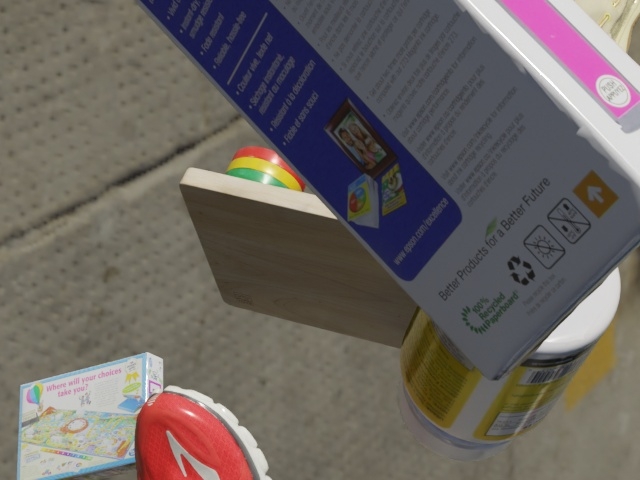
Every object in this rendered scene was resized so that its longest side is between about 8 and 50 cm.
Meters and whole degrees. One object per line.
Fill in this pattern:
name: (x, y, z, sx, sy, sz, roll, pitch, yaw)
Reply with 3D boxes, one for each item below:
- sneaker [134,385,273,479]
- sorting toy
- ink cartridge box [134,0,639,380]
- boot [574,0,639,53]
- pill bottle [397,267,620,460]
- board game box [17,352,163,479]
sneaker: (-0.098, 0.251, 1.158, 0.118, 0.107, 0.279, -24, 109, -63)
sorting toy: (0.000, 0.000, 1.710, 0.255, 0.257, 0.089, 75, 33, -56)
ink cartridge box: (0.014, -0.112, 0.773, 0.069, 0.371, 0.176, -39, 170, -37)
boot: (0.293, -0.320, 1.842, 0.203, 0.095, 0.262, 37, 58, -29)
pill bottle: (0.121, 0.069, 1.067, 0.119, 0.119, 0.208, -54, 171, -31)
board game box: (-0.216, 0.172, 1.432, 0.026, 0.154, 0.103, 32, 50, -52)
